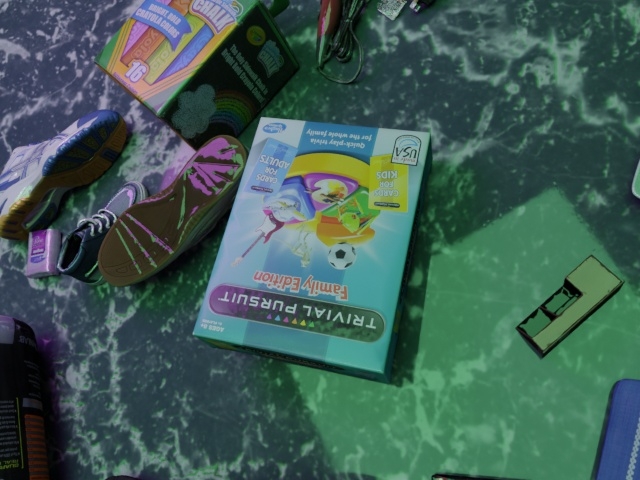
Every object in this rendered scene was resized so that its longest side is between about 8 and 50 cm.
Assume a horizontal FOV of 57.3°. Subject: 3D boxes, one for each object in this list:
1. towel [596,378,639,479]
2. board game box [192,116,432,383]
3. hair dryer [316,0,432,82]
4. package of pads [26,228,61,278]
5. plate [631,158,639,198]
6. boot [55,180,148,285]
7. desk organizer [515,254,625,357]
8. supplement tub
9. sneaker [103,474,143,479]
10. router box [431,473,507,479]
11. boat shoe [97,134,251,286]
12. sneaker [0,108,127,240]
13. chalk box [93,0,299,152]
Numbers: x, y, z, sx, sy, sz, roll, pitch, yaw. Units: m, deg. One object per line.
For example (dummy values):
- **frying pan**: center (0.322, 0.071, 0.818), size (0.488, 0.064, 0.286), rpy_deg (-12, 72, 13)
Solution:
- **towel**: center (0.402, 0.268, 0.537), size (0.336, 0.040, 0.243), rpy_deg (-6, 63, 62)
- **board game box**: center (0.000, 0.000, 0.805), size (0.253, 0.079, 0.336), rpy_deg (8, 69, 16)
- **hair dryer**: center (0.020, -0.419, 0.957), size (0.223, 0.080, 0.293), rpy_deg (-42, 66, 3)
- **package of pads**: center (-0.476, 0.023, 1.010), size (0.050, 0.032, 0.083), rpy_deg (-9, 71, 12)
- **plate**: center (0.561, -0.137, 0.715), size (0.278, 0.045, 0.277), rpy_deg (18, 79, 22)
- **boot**: center (-0.352, -0.020, 0.953), size (0.069, 0.086, 0.190), rpy_deg (18, 80, 22)
- **desk organizer**: center (0.308, 0.082, 0.731), size (0.130, 0.047, 0.050), rpy_deg (-42, 64, 2)
- **supplement tub**: center (-0.510, 0.295, 0.843), size (0.207, 0.207, 0.338), rpy_deg (-21, 68, 11)
- **sneaker**: center (-0.291, 0.462, 0.791), size (0.130, 0.109, 0.286), rpy_deg (9, 70, 30)
- **router box**: center (0.193, 0.333, 0.696), size (0.122, 0.038, 0.092), rpy_deg (-2, 74, 17)
- **boat shoe**: center (-0.215, -0.037, 0.911), size (0.302, 0.098, 0.109), rpy_deg (-43, 76, 8)
- **sneaker**: center (-0.474, -0.139, 1.016), size (0.296, 0.112, 0.131), rpy_deg (-41, 66, 2)
- **chalk box**: center (-0.169, -0.307, 0.932), size (0.179, 0.180, 0.289), rpy_deg (40, 87, 24)
